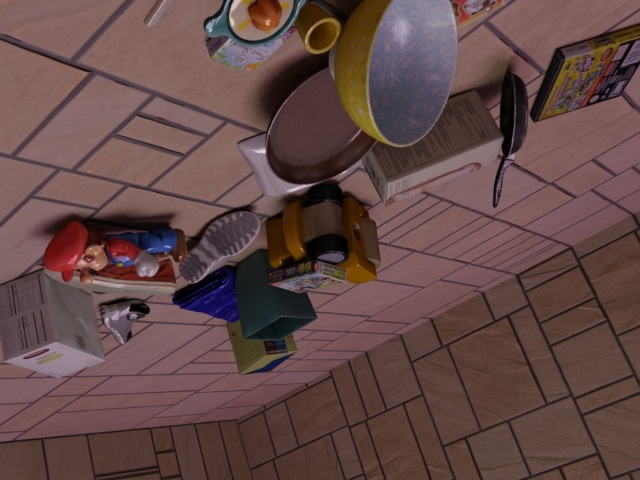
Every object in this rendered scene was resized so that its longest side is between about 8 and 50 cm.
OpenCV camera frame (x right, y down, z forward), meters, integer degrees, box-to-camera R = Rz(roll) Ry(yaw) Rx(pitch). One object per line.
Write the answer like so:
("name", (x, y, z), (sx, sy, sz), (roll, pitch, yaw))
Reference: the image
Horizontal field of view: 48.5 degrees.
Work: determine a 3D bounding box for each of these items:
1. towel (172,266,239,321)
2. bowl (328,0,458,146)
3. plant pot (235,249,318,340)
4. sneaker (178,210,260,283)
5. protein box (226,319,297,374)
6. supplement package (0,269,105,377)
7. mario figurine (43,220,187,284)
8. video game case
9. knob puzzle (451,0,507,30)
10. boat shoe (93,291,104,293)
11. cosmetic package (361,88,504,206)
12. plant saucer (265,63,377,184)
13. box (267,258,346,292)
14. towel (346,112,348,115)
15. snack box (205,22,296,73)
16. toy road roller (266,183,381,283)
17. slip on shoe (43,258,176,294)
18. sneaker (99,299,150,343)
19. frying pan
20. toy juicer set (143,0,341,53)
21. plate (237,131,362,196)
("towel", (-0.293, 0.183, 2.270), (0.227, 0.076, 0.308), (-27, 156, 20))
("bowl", (0.110, -0.325, 1.285), (0.156, 0.289, 0.289), (19, -177, 37))
("plant pot", (-0.149, 0.156, 2.115), (0.165, 0.234, 0.165), (-32, 155, 30))
("sneaker", (-0.262, 0.002, 1.898), (0.281, 0.105, 0.115), (-34, -177, 27))
("protein box", (-0.213, 0.347, 2.544), (0.136, 0.201, 0.200), (0, 151, -39))
("supplement package", (-0.708, 0.226, 1.870), (0.145, 0.204, 0.262), (-20, 158, 4))
("mario figurine", (-0.490, 0.046, 1.685), (0.320, 0.170, 0.198), (-5, 156, -34))
("video game case", (0.662, -0.406, 1.742), (0.248, 0.035, 0.275), (-18, 158, -5))
("knob puzzle", (0.259, -0.449, 1.327), (0.213, 0.030, 0.213), (-16, 157, -7))
("boat shoe", (-0.526, 0.103, 1.917), (0.178, 0.060, 0.064), (-5, 164, -25))
("cosmetic package", (0.257, -0.216, 1.670), (0.296, 0.153, 0.129), (-21, 158, -6))
("plant saucer", (0.013, -0.249, 1.473), (0.310, 0.050, 0.311), (-26, 147, -18))
("box", (-0.038, 0.096, 1.884), (0.114, 0.036, 0.207), (18, 158, -33))
("towel", (0.159, -0.328, 1.448), (0.237, 0.021, 0.102), (-24, 145, -20))
("snack box", (-0.115, -0.356, 1.228), (0.141, 0.037, 0.100), (-35, 152, 31))
("toy road roller", (0.000, 0.000, 1.944), (0.240, 0.203, 0.329), (-16, 156, 26))
("slip on shoe", (-0.535, 0.078, 1.822), (0.331, 0.101, 0.123), (6, 165, -21))
("sneaker", (-0.579, 0.246, 2.177), (0.132, 0.086, 0.229), (-19, 157, -6))
("frying pan", (0.439, -0.224, 1.634), (0.053, 0.326, 0.197), (-1, -170, 5))
("toy juicer set", (-0.080, -0.385, 1.068), (0.329, 0.089, 0.209), (-7, 141, -36))
("plate", (-0.028, -0.194, 1.664), (0.277, 0.045, 0.278), (-20, 158, 1))
